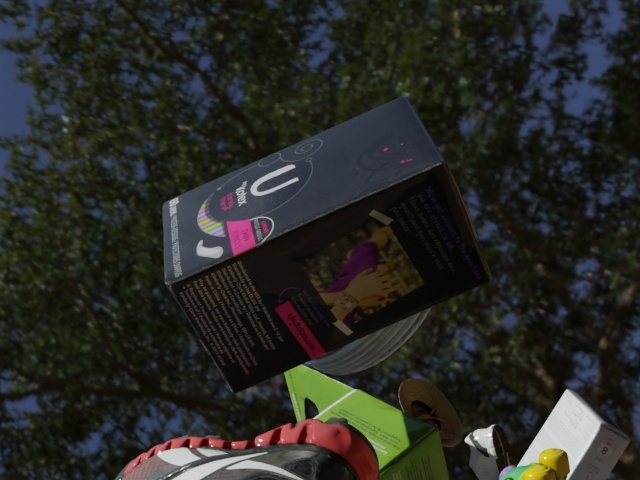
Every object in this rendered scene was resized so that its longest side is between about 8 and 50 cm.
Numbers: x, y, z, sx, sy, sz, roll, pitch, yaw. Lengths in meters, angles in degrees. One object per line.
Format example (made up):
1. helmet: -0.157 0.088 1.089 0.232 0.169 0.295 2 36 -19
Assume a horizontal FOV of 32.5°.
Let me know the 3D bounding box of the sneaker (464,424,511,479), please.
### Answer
1. sneaker: 0.192 0.261 1.227 0.040 0.043 0.109 -3 -100 -54

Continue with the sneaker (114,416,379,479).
1. sneaker: -0.088 0.235 0.962 0.098 0.276 0.135 66 -153 -21

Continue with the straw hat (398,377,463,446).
1. straw hat: 0.178 0.320 1.947 0.144 0.144 0.061 3 -42 -44

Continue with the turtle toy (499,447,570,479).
1. turtle toy: 0.172 0.219 0.895 0.130 0.066 0.095 -14 -83 -66

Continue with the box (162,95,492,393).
1. box: 0.000 0.000 1.049 0.270 0.165 0.143 -24 -60 3

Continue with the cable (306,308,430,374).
1. cable: 0.047 0.038 1.339 0.089 0.257 0.257 31 -57 -23

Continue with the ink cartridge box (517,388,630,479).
1. ink cartridge box: 0.332 0.338 1.561 0.066 0.189 0.232 27 -85 -5

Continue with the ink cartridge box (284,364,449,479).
1. ink cartridge box: 0.024 0.258 1.205 0.097 0.255 0.189 -32 -58 -31
